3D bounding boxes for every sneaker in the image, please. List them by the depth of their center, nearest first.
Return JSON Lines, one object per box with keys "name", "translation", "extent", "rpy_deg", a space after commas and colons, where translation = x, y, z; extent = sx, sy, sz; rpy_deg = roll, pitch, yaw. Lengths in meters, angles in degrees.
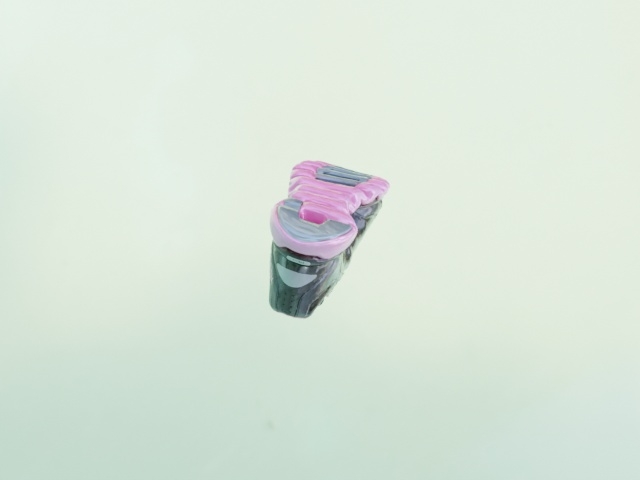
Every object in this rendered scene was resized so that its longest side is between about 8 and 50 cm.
{"name": "sneaker", "translation": [0.000, 0.000, 0.714], "extent": [0.047, 0.057, 0.119], "rpy_deg": [14, 22, 12]}
